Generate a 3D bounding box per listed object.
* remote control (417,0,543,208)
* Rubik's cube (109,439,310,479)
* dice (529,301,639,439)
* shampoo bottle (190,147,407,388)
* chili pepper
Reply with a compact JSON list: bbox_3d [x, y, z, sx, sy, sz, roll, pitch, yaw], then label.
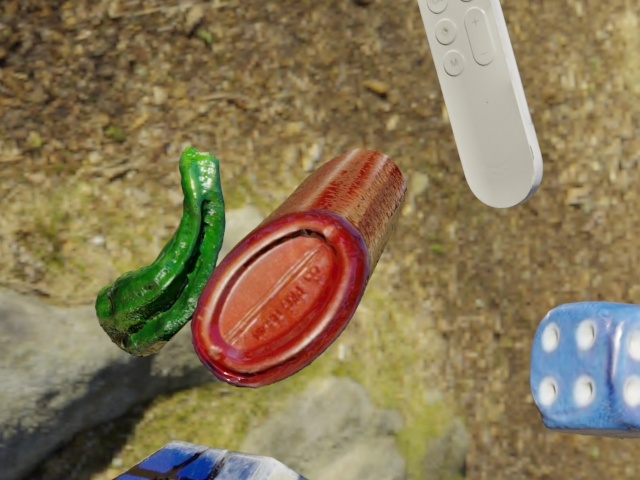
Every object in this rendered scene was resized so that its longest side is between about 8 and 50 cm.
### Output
[{"bbox_3d":[0.144,-0.149,1.118,0.022,0.077,0.245,-14,89,-48],"label":"remote control"},{"bbox_3d":[-0.085,0.321,1.004,0.319,0.319,0.264,-45,123,-45],"label":"Rubik's cube"},{"bbox_3d":[0.326,0.148,1.379,0.143,0.146,0.146,10,79,-30],"label":"dice"},{"bbox_3d":[0.000,0.000,0.693,0.064,0.102,0.260,42,15,-2],"label":"shampoo bottle"},{"bbox_3d":[-0.147,0.036,1.044,0.065,0.279,0.122,21,57,-18],"label":"chili pepper"}]
